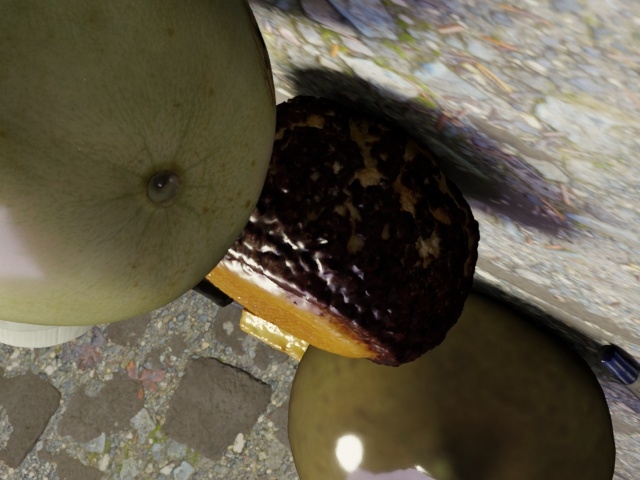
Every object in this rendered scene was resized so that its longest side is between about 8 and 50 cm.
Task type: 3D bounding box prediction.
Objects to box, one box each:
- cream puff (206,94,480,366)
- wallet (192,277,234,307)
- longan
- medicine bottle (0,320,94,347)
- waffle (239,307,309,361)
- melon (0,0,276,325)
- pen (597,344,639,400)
[{"bbox_3d":[0.008,-0.011,1.018,0.239,0.165,0.239,29,171,5],"label":"cream puff"},{"bbox_3d":[-0.284,-0.060,1.809,0.406,0.062,0.228,36,178,36],"label":"wallet"},{"bbox_3d":[0.137,0.213,1.455,0.361,0.361,0.361,28,172,4],"label":"longan"},{"bbox_3d":[-0.285,-0.036,1.356,0.245,0.245,0.306,29,154,3],"label":"medicine bottle"},{"bbox_3d":[0.015,0.143,1.998,0.224,0.098,0.327,25,-178,11],"label":"waffle"},{"bbox_3d":[-0.176,-0.095,0.800,0.330,0.268,0.268,36,179,45],"label":"melon"},{"bbox_3d":[0.333,0.153,1.409,0.025,0.025,0.204,21,168,42],"label":"pen"}]
